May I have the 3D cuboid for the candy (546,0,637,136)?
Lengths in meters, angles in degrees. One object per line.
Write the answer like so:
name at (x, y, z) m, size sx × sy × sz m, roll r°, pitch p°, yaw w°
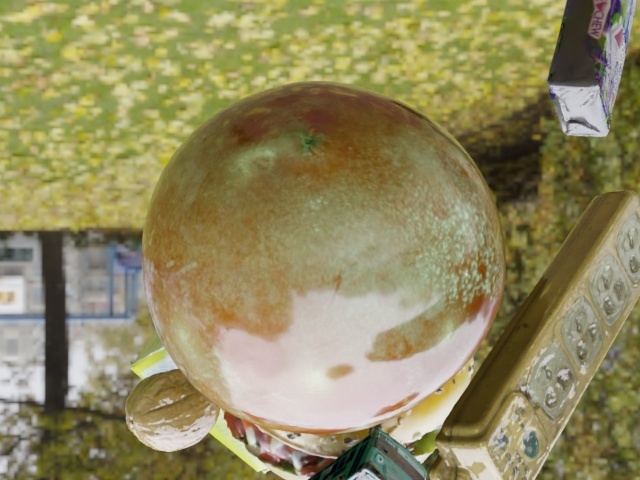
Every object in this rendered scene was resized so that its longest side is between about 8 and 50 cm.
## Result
candy at (0.293, -0.256, 1.171) m, size 0.061 × 0.312 × 0.088 m, roll 3°, pitch 152°, yaw 28°

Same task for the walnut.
walnut at (-0.179, 0.207, 1.408) m, size 0.124 × 0.105 × 0.105 m, roll -19°, pitch -168°, yaw -27°

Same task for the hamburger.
hamburger at (0.028, 0.139, 1.275) m, size 0.300 × 0.300 × 0.176 m, roll 1°, pitch 141°, yaw 0°

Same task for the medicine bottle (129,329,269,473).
medicine bottle at (-0.109, 0.181, 1.537) m, size 0.141 × 0.250 × 0.137 m, roll -31°, pitch -159°, yaw 49°

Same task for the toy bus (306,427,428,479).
toy bus at (0.030, 0.259, 1.128) m, size 0.160 × 0.079 × 0.092 m, roll -43°, pitch -171°, yaw 35°

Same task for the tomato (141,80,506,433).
tomato at (0.000, 0.000, 0.837) m, size 0.270 × 0.270 × 0.223 m, roll 2°, pitch 141°, yaw 13°

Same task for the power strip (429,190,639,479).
power strip at (0.160, 0.069, 0.768) m, size 0.044 × 0.064 × 0.305 m, roll -7°, pitch -147°, yaw 47°
